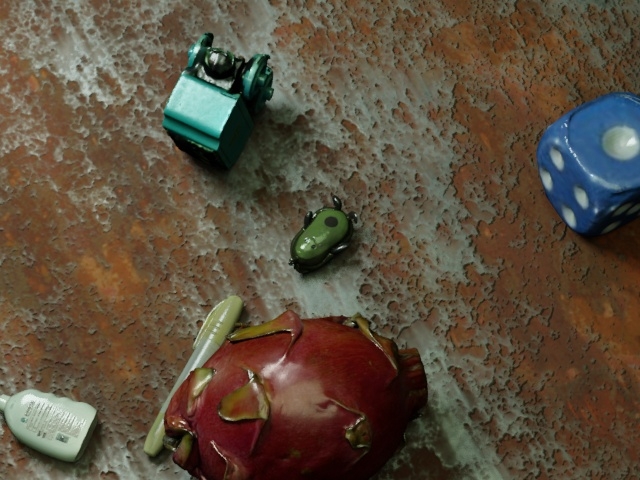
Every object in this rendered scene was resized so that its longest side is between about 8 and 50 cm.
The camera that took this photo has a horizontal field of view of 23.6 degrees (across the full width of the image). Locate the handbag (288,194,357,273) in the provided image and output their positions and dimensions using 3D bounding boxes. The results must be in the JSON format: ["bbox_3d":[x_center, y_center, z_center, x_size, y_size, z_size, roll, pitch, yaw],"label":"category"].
[{"bbox_3d":[0.000,0.000,2.005,0.072,0.047,0.111,40,71,12],"label":"handbag"}]

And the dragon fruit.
[{"bbox_3d":[-0.022,0.209,1.839,0.315,0.250,0.250,11,69,-18],"label":"dragon fruit"}]

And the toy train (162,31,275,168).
[{"bbox_3d":[-0.133,-0.180,1.992,0.107,0.198,0.154,24,84,7],"label":"toy train"}]

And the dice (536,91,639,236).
[{"bbox_3d":[0.372,-0.099,2.005,0.143,0.146,0.146,-24,72,-13],"label":"dice"}]

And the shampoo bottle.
[{"bbox_3d":[-0.359,0.219,1.910,0.152,0.045,0.077,20,72,3],"label":"shampoo bottle"}]

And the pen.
[{"bbox_3d":[-0.164,0.169,1.946,0.040,0.032,0.233,20,69,30],"label":"pen"}]
